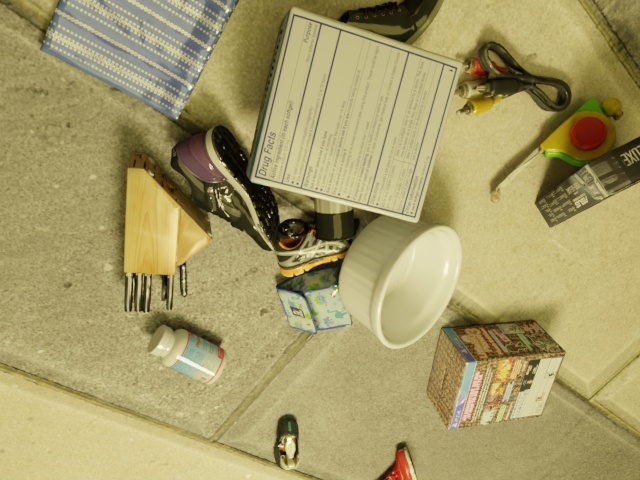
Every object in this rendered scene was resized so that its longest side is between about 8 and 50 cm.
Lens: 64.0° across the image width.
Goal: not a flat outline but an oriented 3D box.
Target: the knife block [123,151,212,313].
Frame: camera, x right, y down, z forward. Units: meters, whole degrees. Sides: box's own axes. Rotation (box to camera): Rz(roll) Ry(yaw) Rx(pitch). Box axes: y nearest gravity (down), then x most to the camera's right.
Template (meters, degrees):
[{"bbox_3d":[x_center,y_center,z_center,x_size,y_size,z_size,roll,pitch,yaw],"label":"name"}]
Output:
[{"bbox_3d":[-0.343,0.006,0.987,0.242,0.088,0.276,-36,122,4],"label":"knife block"}]

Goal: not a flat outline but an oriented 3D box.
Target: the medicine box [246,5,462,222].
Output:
[{"bbox_3d":[0.046,-0.196,0.851,0.289,0.149,0.264,13,98,-11],"label":"medicine box"}]

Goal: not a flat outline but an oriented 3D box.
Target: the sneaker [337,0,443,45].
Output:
[{"bbox_3d":[0.118,-0.398,0.903,0.118,0.083,0.222,33,106,-28],"label":"sneaker"}]

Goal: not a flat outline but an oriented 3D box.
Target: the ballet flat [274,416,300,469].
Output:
[{"bbox_3d":[-0.087,0.567,1.374,0.074,0.074,0.203,-5,119,-13],"label":"ballet flat"}]

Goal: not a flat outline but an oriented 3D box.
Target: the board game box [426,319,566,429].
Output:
[{"bbox_3d":[0.462,0.357,1.375,0.290,0.141,0.232,-2,118,-15],"label":"board game box"}]

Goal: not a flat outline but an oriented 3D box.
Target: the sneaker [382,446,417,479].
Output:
[{"bbox_3d":[0.224,0.744,1.543,0.118,0.107,0.279,0,115,-5],"label":"sneaker"}]

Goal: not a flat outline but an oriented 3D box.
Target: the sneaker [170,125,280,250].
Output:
[{"bbox_3d":[-0.179,-0.087,0.996,0.124,0.107,0.283,-14,128,20],"label":"sneaker"}]

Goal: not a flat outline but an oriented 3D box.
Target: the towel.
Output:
[{"bbox_3d":[-0.266,-0.393,0.823,0.243,0.040,0.336,25,109,-25],"label":"towel"}]

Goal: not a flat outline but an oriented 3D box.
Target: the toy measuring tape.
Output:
[{"bbox_3d":[0.530,-0.175,1.118,0.330,0.121,0.121,-45,120,10],"label":"toy measuring tape"}]

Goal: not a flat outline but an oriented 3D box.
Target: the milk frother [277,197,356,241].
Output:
[{"bbox_3d":[-0.011,-0.071,1.005,0.143,0.129,0.135,-11,108,-25],"label":"milk frother"}]

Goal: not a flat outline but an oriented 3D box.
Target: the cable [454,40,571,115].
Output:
[{"bbox_3d":[0.395,-0.328,1.054,0.287,0.072,0.140,-7,103,-26],"label":"cable"}]

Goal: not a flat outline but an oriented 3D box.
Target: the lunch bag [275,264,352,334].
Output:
[{"bbox_3d":[-0.013,0.137,1.155,0.151,0.096,0.129,-10,123,10],"label":"lunch bag"}]

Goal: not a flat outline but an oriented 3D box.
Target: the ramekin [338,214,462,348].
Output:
[{"bbox_3d":[0.166,0.076,1.090,0.277,0.135,0.278,-25,128,-36],"label":"ramekin"}]

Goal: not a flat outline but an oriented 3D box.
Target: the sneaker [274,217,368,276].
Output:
[{"bbox_3d":[0.000,0.000,1.087,0.214,0.084,0.083,-26,116,-1],"label":"sneaker"}]

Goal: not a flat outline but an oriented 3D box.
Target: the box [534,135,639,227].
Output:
[{"bbox_3d":[0.622,-0.140,1.077,0.242,0.307,0.077,-27,79,-1],"label":"box"}]

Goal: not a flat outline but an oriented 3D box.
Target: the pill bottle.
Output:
[{"bbox_3d":[-0.295,0.250,1.133,0.160,0.087,0.087,35,104,-29],"label":"pill bottle"}]
